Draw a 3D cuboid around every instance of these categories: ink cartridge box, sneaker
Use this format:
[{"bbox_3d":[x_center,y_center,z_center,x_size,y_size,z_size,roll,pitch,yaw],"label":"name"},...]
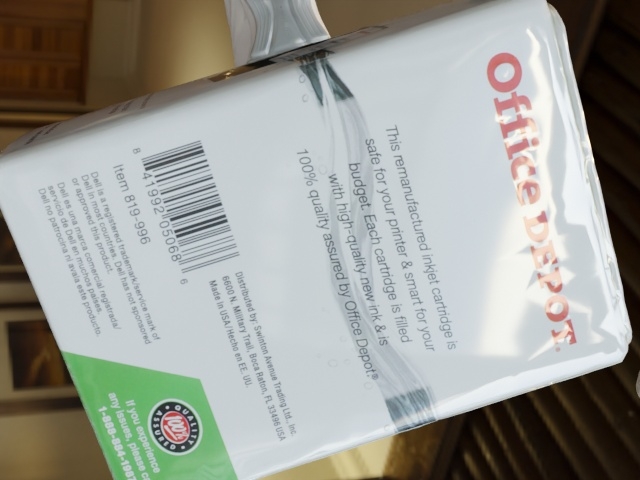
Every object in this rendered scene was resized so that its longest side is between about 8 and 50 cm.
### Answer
[{"bbox_3d":[0.000,0.000,0.385,0.087,0.209,0.153,-109,-178,-74],"label":"ink cartridge box"},{"bbox_3d":[-0.040,-0.200,0.924,0.129,0.111,0.297,-127,-150,-75],"label":"sneaker"}]

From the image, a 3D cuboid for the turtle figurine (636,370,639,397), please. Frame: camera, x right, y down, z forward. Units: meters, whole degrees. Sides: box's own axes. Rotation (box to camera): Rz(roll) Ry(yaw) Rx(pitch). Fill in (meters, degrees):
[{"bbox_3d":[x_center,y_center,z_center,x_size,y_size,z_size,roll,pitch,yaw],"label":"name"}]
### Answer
[{"bbox_3d":[0.460,0.115,0.948,0.266,0.198,0.274,137,-46,-70],"label":"turtle figurine"}]
